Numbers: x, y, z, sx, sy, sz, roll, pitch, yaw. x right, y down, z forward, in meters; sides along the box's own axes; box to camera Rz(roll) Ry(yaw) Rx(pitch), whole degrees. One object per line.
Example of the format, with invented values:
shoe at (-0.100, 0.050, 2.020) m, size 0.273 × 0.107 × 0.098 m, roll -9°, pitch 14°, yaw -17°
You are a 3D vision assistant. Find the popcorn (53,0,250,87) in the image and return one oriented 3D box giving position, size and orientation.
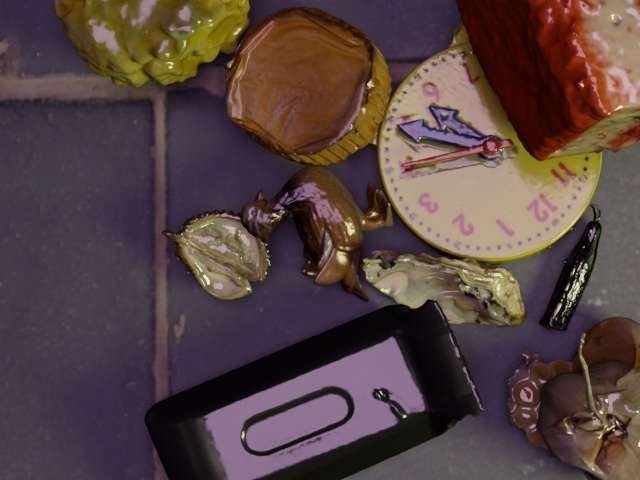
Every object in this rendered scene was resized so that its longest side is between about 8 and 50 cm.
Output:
popcorn at (-0.200, -0.303, 1.700) m, size 0.249 × 0.225 × 0.249 m, roll 0°, pitch 94°, yaw -1°

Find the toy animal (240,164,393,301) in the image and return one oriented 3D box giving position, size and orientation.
toy animal at (0.000, 0.000, 1.725) m, size 0.179 × 0.089 × 0.188 m, roll -17°, pitch 105°, yaw -13°

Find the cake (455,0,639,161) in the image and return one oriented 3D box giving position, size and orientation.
cake at (0.355, -0.256, 1.621) m, size 0.320 × 0.269 × 0.270 m, roll -18°, pitch 83°, yaw -14°

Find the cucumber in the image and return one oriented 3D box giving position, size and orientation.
cucumber at (0.315, 0.035, 1.743) m, size 0.039 × 0.043 × 0.163 m, roll 18°, pitch 81°, yaw 46°

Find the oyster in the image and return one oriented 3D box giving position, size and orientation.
oyster at (0.153, 0.048, 1.711) m, size 0.209 × 0.133 × 0.072 m, roll 14°, pitch 62°, yaw 8°

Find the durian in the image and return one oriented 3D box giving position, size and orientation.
durian at (-0.132, 0.011, 1.745) m, size 0.140 × 0.071 × 0.110 m, roll 22°, pitch 92°, yaw -12°

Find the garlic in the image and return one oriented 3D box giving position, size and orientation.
garlic at (0.300, 0.179, 1.655) m, size 0.207 × 0.257 × 0.207 m, roll -22°, pitch 50°, yaw 29°

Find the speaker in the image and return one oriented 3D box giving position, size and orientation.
speaker at (-0.015, 0.208, 1.668) m, size 0.388 × 0.184 × 0.180 m, roll -24°, pitch 85°, yaw 1°

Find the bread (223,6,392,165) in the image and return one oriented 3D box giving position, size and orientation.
bread at (-0.012, -0.185, 1.727) m, size 0.199 × 0.104 × 0.199 m, roll -4°, pitch 78°, yaw 19°

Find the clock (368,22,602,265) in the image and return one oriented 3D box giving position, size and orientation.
clock at (0.205, -0.114, 1.741) m, size 0.293 × 0.071 × 0.277 m, roll 41°, pitch 88°, yaw 5°
